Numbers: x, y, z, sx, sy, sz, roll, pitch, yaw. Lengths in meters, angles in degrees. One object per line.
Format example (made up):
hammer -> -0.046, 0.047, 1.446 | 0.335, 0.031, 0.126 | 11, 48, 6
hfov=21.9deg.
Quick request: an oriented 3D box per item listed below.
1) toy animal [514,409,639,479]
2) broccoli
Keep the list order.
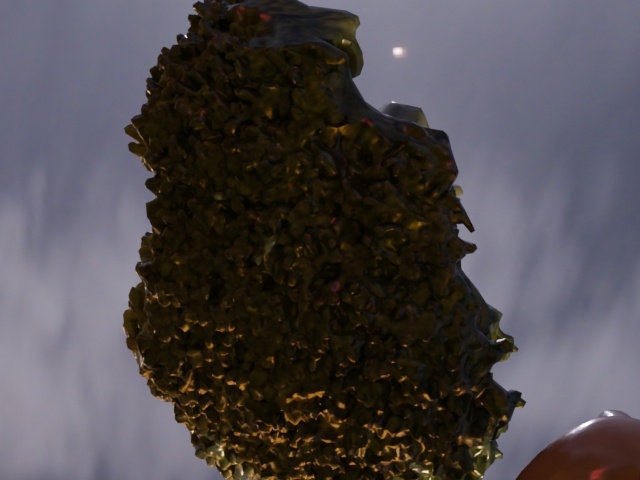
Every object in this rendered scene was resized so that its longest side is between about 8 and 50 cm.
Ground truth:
toy animal -> 0.122, 0.207, 0.933 | 0.166, 0.250, 0.154 | 52, -1, -7
broccoli -> -0.018, 0.012, 1.102 | 0.302, 0.249, 0.375 | -105, 169, -69
